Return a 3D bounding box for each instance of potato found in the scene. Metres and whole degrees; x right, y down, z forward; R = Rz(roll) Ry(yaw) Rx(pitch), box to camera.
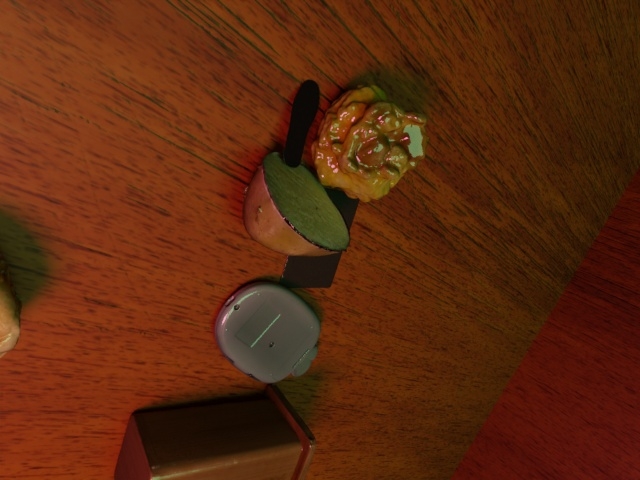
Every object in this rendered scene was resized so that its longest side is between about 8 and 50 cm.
[{"bbox_3d":[-0.056,-0.035,0.735,0.117,0.182,0.202,-36,150,24],"label":"potato"}]

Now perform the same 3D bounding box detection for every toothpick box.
[{"bbox_3d":[-0.195,0.408,0.824,0.307,0.187,0.190,9,108,-38],"label":"toothpick box"}]

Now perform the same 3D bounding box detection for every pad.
[{"bbox_3d":[0.000,0.000,0.883,0.142,0.003,0.212,6,108,-41],"label":"pad"}]

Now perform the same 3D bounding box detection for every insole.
[{"bbox_3d":[-0.031,-0.191,0.723,0.053,0.002,0.153,19,81,-43],"label":"insole"}]

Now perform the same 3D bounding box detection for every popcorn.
[{"bbox_3d":[0.082,-0.159,0.765,0.197,0.156,0.198,-17,131,-21],"label":"popcorn"}]

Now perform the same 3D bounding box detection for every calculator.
[{"bbox_3d":[-0.090,0.193,0.884,0.185,0.041,0.299,-47,132,-10],"label":"calculator"}]

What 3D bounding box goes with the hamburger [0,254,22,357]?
[{"bbox_3d":[-0.449,0.082,0.482,0.213,0.108,0.214,-19,122,-33],"label":"hamburger"}]
